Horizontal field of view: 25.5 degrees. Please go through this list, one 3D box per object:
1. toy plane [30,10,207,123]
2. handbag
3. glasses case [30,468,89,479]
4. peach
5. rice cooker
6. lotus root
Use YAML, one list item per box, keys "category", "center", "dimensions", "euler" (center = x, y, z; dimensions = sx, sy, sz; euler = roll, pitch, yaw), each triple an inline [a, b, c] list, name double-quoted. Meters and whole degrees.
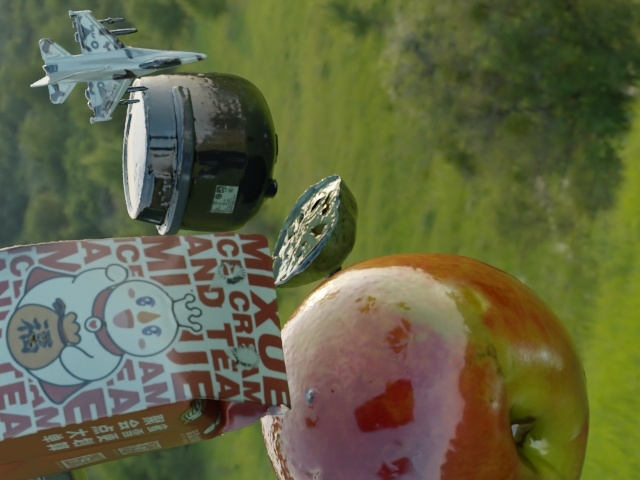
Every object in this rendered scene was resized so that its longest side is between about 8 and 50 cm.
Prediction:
- category: "toy plane"
  center: [-0.270, -0.237, 1.884]
  dimensions: [0.082, 0.234, 0.160]
  euler: [-116, 17, -63]
- category: "handbag"
  center: [-0.176, 0.085, 1.146]
  dimensions: [0.151, 0.298, 0.171]
  euler: [84, 173, -69]
- category: "glasses case"
  center: [-0.323, 0.373, 1.832]
  dimensions: [0.131, 0.074, 0.323]
  euler: [-119, 13, -66]
- category: "peach"
  center: [0.107, 0.195, 1.600]
  dimensions: [0.388, 0.388, 0.388]
  euler: [-167, 90, -73]
- category: "rice cooker"
  center: [-0.192, -0.138, 2.246]
  dimensions: [0.267, 0.224, 0.267]
  euler: [-177, 90, -72]
- category: "lotus root"
  center: [0.002, -0.001, 2.137]
  dimensions: [0.203, 0.078, 0.183]
  euler: [-28, 36, 56]
